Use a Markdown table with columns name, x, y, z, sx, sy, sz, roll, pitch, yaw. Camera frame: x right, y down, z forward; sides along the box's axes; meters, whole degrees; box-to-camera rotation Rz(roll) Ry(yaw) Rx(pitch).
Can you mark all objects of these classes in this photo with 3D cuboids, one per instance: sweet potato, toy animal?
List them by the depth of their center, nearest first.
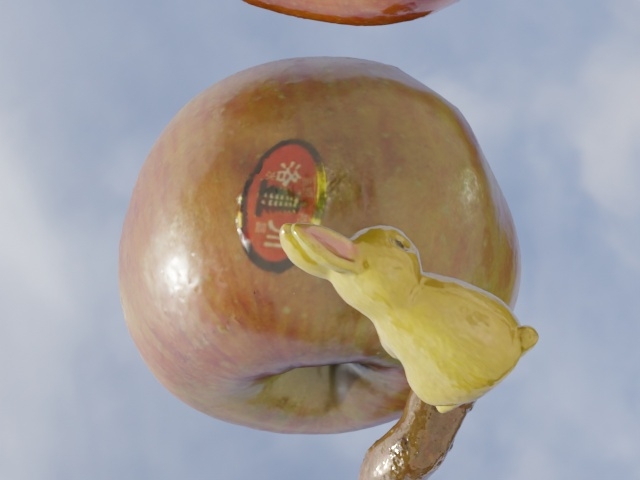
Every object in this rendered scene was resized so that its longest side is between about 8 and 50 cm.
| name | x | y | z | sx | sy | sz | roll | pitch | yaw |
| --- | --- | --- | --- | --- | --- | --- | --- | --- | --- |
| toy animal | 0.047 | 0.029 | 0.917 | 0.159 | 0.083 | 0.070 | 39 | -131 | -16 |
| sweet potato | 0.089 | 0.145 | 1.243 | 0.051 | 0.218 | 0.065 | 23 | -159 | -25 |

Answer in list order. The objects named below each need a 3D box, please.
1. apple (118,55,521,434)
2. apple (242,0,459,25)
| name | x | y | z | sx | sy | sz | roll | pitch | yaw |
| --- | --- | --- | --- | --- | --- | --- | --- | --- | --- |
| apple | 0.000 | 0.000 | 1.529 | 0.400 | 0.400 | 0.333 | 15 | -122 | -28 |
| apple | 0.019 | -0.260 | 1.018 | 0.272 | 0.251 | 0.206 | 16 | -125 | 7 |
